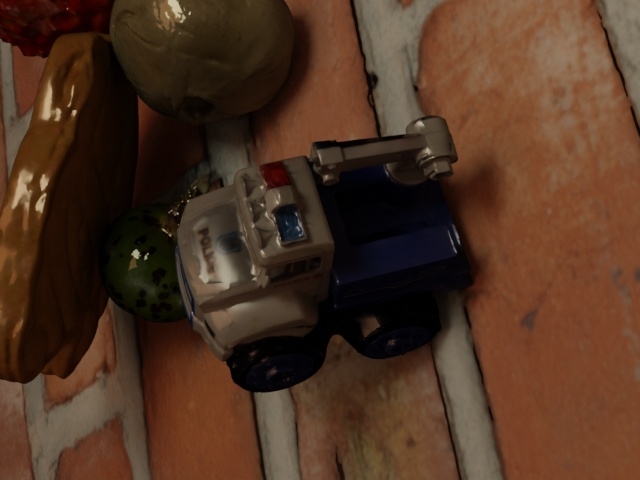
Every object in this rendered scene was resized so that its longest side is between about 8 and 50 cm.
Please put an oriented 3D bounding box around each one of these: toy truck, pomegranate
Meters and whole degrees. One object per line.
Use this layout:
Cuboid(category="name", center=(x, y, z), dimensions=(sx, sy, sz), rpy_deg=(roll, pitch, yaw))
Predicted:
Cuboid(category="toy truck", center=(0.000, 0.000, 0.813), dimensions=(0.177, 0.213, 0.161), rpy_deg=(97, 157, -65))
Cuboid(category="pomegranate", center=(-0.141, 0.007, 1.041), dimensions=(0.161, 0.122, 0.122), rpy_deg=(-57, 46, 34))

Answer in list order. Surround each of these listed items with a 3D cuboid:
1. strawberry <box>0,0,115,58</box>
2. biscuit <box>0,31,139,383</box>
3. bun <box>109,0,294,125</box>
Cuboid(category="strawberry", center=(-0.305, -0.339, 1.119), dimensions=(0.267, 0.351, 0.312), rpy_deg=(-45, 46, 26))
Cuboid(category="biscuit", center=(-0.232, -0.021, 1.065), dimensions=(0.312, 0.057, 0.351), rpy_deg=(92, -170, -68))
Cuboid(category="bun", center=(-0.109, -0.167, 1.005), dimensions=(0.173, 0.166, 0.113), rpy_deg=(119, 156, -66))
